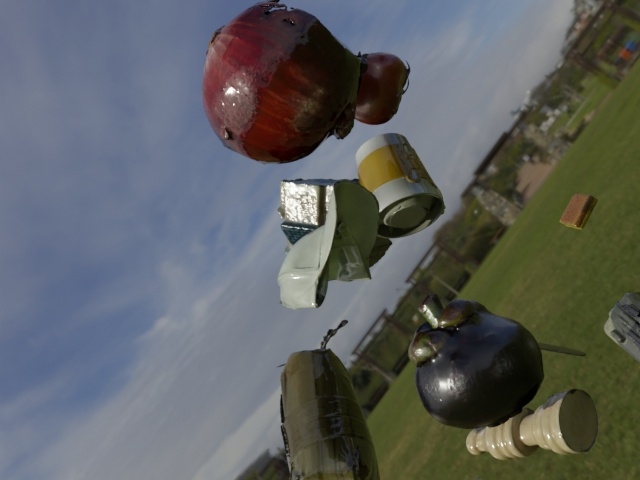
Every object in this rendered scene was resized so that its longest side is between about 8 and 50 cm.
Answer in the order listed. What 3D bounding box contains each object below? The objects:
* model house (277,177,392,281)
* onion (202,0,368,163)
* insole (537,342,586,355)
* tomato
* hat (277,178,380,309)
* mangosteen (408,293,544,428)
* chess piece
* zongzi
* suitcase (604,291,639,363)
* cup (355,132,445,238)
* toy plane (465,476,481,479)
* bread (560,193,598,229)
[{"bbox_3d":[0.041,-0.035,2.089,0.243,0.299,0.284,-5,-80,-57],"label":"model house"},{"bbox_3d":[-0.087,-0.301,1.451,0.341,0.341,0.341,-52,-9,-12],"label":"onion"},{"bbox_3d":[0.471,0.242,1.773,0.111,0.328,0.007,-62,-18,-85],"label":"insole"},{"bbox_3d":[0.117,-0.346,1.655,0.167,0.167,0.167,-52,-9,-12],"label":"tomato"},{"bbox_3d":[0.005,0.006,1.655,0.258,0.168,0.301,-22,-54,-58],"label":"hat"},{"bbox_3d":[0.305,0.244,1.517,0.287,0.288,0.233,-48,-31,-30],"label":"mangosteen"},{"bbox_3d":[0.430,0.415,1.591,0.307,0.124,0.138,-33,39,47],"label":"chess piece"},{"bbox_3d":[0.024,0.528,1.949,0.500,0.218,0.466,-102,1,-47],"label":"zongzi"},{"bbox_3d":[1.071,0.308,2.220,0.339,0.351,0.194,0,-56,-35],"label":"suitcase"},{"bbox_3d":[0.207,-0.134,1.854,0.241,0.226,0.185,6,-38,-37],"label":"cup"},{"bbox_3d":[0.391,0.695,1.907,0.162,0.171,0.065,-13,1,6],"label":"toy plane"},{"bbox_3d":[0.710,-0.081,2.040,0.094,0.035,0.090,-63,13,3],"label":"bread"}]
